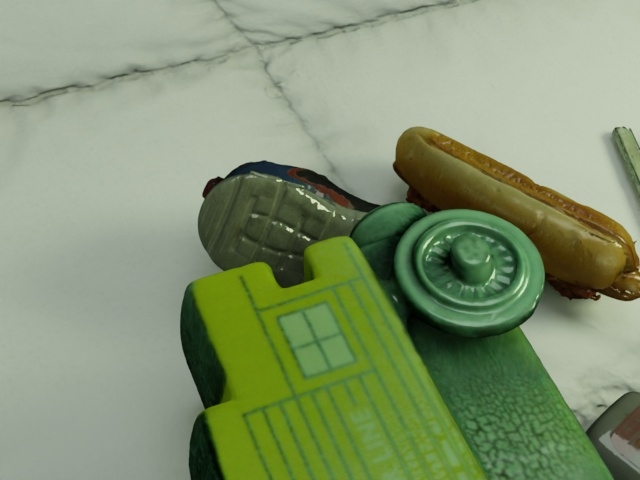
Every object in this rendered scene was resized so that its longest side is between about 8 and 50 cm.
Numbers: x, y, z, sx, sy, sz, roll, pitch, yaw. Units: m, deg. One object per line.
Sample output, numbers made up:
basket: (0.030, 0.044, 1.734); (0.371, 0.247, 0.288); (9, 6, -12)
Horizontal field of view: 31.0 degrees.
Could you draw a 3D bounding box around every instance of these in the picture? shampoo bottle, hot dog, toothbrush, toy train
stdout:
shampoo bottle: (0.267, 0.178, 0.819); (0.165, 0.040, 0.080); (38, 51, 27)
hot dog: (0.163, -0.015, 0.963); (0.249, 0.102, 0.076); (31, 90, 23)
toothbrush: (0.306, -0.008, 1.020); (0.026, 0.028, 0.294); (1, 41, -10)
toy train: (0.067, 0.166, 0.713); (0.272, 0.179, 0.442); (-17, 52, -13)

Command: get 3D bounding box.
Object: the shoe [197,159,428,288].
shoe: (0.000, -0.001, 0.922); (0.227, 0.099, 0.125); (19, 6, -22)
